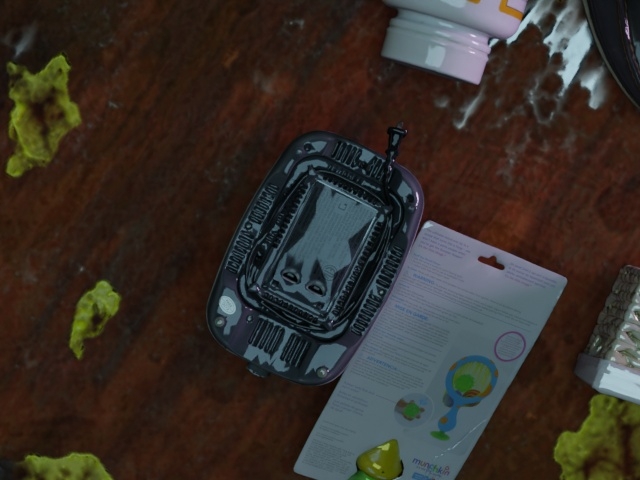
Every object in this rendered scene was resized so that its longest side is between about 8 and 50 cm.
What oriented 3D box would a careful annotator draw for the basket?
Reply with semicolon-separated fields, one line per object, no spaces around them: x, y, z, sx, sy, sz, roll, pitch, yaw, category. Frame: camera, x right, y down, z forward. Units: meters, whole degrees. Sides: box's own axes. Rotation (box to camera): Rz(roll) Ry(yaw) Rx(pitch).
0.303;0.093;1.540;0.167;0.113;0.103;19;92;-2;basket

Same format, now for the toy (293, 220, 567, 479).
0.083;0.102;1.563;0.137;0.056;0.237;22;103;-22;toy

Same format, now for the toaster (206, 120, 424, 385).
0.000;0.000;1.516;0.129;0.146;0.227;25;95;-2;toaster

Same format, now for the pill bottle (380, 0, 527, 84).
0.117;-0.237;1.514;0.117;0.117;0.215;17;94;-1;pill bottle

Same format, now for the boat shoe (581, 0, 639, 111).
0.266;-0.255;1.497;0.132;0.130;0.355;-12;101;2;boat shoe
